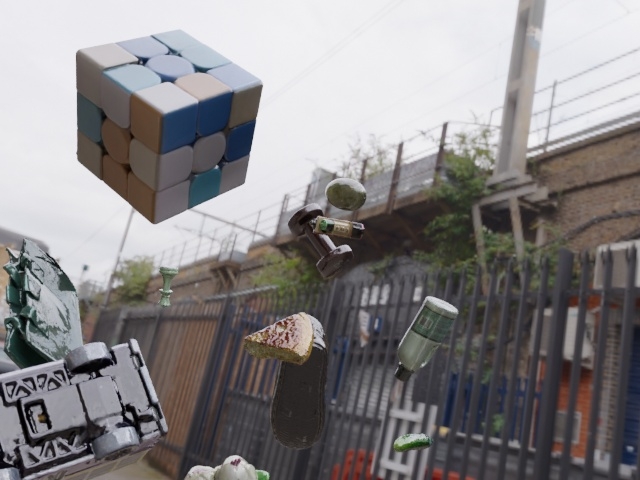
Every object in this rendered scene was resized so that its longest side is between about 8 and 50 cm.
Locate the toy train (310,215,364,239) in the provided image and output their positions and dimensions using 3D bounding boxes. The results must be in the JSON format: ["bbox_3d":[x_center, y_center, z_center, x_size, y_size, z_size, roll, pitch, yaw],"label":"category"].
[{"bbox_3d":[0.043,-0.033,1.684,0.137,0.050,0.087,9,-1,-32],"label":"toy train"}]

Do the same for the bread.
[{"bbox_3d":[-0.063,0.195,1.309,0.154,0.136,0.054,7,-55,30],"label":"bread"}]

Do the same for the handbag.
[{"bbox_3d":[-0.641,0.175,1.485,0.089,0.326,0.238,-22,-42,-2],"label":"handbag"}]

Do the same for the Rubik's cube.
[{"bbox_3d":[-0.404,-0.311,1.697,0.344,0.346,0.347,37,-45,21],"label":"Rubik's cube"}]

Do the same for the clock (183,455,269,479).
[{"bbox_3d":[-0.230,0.579,1.508,0.230,0.103,0.144,-21,-64,9],"label":"clock"}]

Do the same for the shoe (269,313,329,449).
[{"bbox_3d":[-0.064,0.420,1.940,0.171,0.384,0.237,2,19,-4],"label":"shoe"}]

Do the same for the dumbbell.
[{"bbox_3d":[0.000,0.000,2.072,0.225,0.124,0.140,55,-6,23],"label":"dumbbell"}]

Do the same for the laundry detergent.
[{"bbox_3d":[0.252,0.253,1.597,0.099,0.226,0.070,19,13,-35],"label":"laundry detergent"}]

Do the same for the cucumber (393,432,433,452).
[{"bbox_3d":[0.209,0.441,1.403,0.037,0.037,0.155,-2,-11,41],"label":"cucumber"}]

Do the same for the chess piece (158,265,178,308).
[{"bbox_3d":[-0.339,0.104,1.410,0.042,0.093,0.042,7,2,0],"label":"chess piece"}]

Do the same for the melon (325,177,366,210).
[{"bbox_3d":[0.076,-0.139,1.927,0.130,0.098,0.098,17,-12,31],"label":"melon"}]

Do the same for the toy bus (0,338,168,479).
[{"bbox_3d":[-0.536,0.355,1.154,0.439,0.209,0.249,-11,-26,-38],"label":"toy bus"}]
